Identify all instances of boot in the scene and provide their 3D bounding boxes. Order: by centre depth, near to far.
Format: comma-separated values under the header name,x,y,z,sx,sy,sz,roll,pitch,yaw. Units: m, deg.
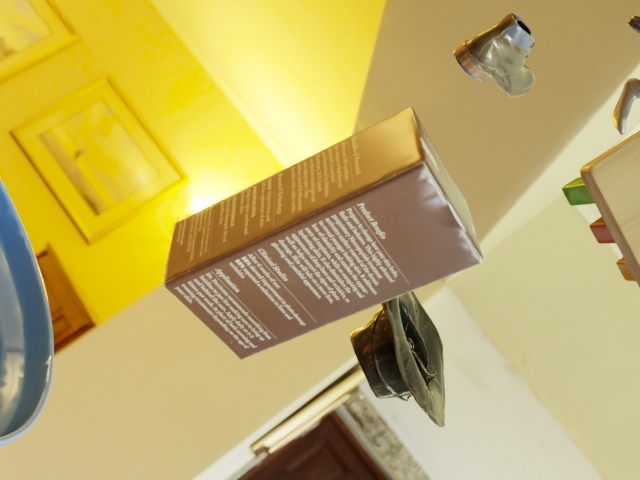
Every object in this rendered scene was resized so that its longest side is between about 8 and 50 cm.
name,x,y,z,sx,sy,sz,roll,pitch,yaw
boot,0.318,-0.298,1.174,0.106,0.219,0.082,-37,-114,36

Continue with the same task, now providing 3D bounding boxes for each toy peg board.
name,x,y,z,sx,sy,sz,roll,pitch,yaw
toy peg board,0.282,-0.021,0.555,0.160,0.161,0.079,60,-10,-6

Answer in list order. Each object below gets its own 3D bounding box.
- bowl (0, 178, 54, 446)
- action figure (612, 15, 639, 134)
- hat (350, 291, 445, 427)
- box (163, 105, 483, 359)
name,x,y,z,sx,sy,sz,roll,pitch,yaw
bowl,-0.317,-0.028,0.478,0.391,0.077,0.391,63,-1,2
action figure,0.498,-0.185,0.713,0.341,0.330,0.178,41,38,-82
hat,0.134,0.207,1.376,0.331,0.134,0.331,54,23,-36
box,0.000,0.000,0.981,0.191,0.381,0.143,53,24,-37
